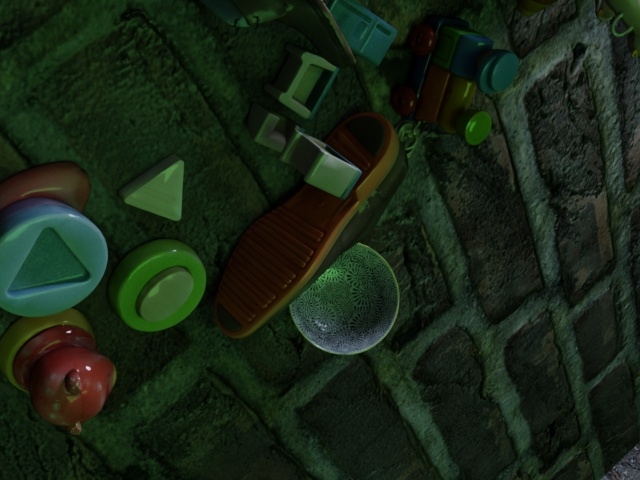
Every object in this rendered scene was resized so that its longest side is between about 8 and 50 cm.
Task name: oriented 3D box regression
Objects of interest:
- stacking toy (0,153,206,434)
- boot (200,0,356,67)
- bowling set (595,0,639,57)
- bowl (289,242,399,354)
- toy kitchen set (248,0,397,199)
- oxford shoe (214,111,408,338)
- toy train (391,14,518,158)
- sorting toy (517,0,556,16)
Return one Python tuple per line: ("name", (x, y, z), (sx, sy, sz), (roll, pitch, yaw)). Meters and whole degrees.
("stacking toy", (-0.247, 0.062, 0.919), (0.279, 0.130, 0.309), (-22, 132, -26))
("boot", (-0.060, -0.254, 0.854), (0.106, 0.082, 0.219), (-40, 107, 6))
("bowling set", (0.435, -0.390, 1.080), (0.287, 0.200, 0.154), (-43, 117, -11))
("bowl", (0.026, 0.089, 1.179), (0.170, 0.170, 0.080), (-32, 179, -17))
("toy kitchen set", (0.033, -0.174, 0.949), (0.122, 0.166, 0.207), (18, 108, -45))
("oxford shoe", (0.000, 0.000, 1.083), (0.364, 0.130, 0.133), (-49, 144, 0))
("toy train", (0.178, -0.172, 1.086), (0.105, 0.143, 0.248), (-5, 122, -36))
("sorting toy", (0.164, -0.341, 0.932), (0.365, 0.127, 0.126), (6, 147, -15))
